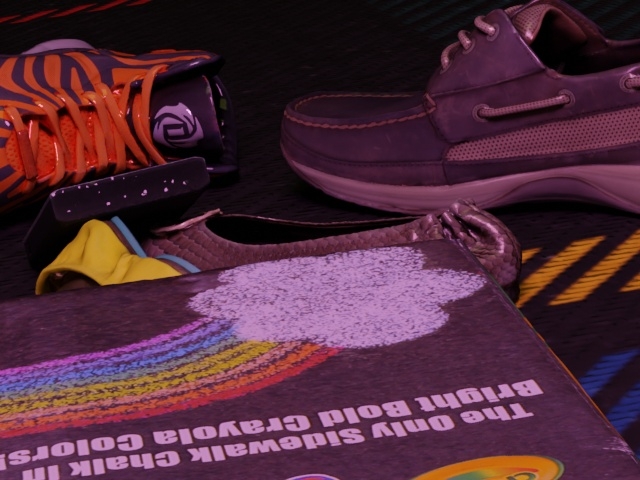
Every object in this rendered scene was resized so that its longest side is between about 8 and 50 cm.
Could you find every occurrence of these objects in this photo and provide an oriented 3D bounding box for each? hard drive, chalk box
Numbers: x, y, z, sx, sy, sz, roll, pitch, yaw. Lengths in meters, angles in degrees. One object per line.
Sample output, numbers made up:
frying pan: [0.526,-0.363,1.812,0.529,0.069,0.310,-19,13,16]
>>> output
hard drive: [-0.125,-0.016,1.192,0.094,0.022,0.135,-14,-7,-18]
chalk box: [-0.006,0.133,0.525,0.180,0.179,0.289,-8,18,-7]

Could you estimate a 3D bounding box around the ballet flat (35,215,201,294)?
ballet flat: [-0.101,0.044,1.035,0.077,0.077,0.231,-33,21,-12]

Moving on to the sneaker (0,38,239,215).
sneaker: [-0.165,-0.082,1.345,0.180,0.124,0.321,2,19,27]

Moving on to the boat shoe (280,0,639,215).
boat shoe: [0.141,-0.093,1.259,0.355,0.130,0.132,1,19,22]

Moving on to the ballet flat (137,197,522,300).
ballet flat: [0.000,0.000,1.134,0.250,0.058,0.084,4,20,31]
